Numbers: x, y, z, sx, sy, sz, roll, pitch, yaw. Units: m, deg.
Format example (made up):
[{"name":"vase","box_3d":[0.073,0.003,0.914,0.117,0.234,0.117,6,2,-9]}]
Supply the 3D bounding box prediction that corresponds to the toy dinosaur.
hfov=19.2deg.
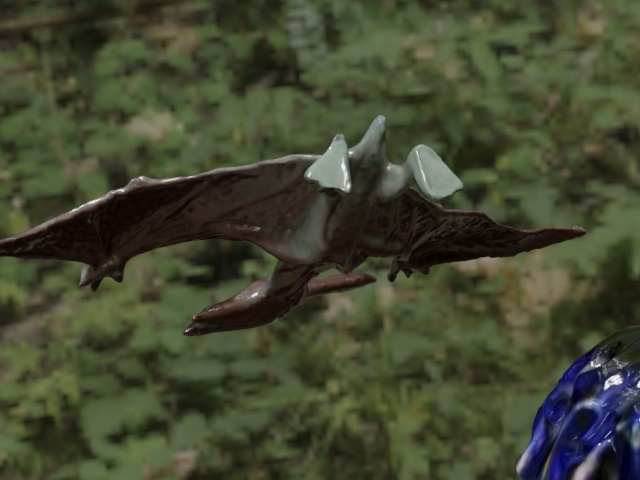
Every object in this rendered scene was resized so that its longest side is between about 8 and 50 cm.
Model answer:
[{"name":"toy dinosaur","box_3d":[0.000,-0.001,0.574,0.220,0.032,0.108,1,-28,-29]}]

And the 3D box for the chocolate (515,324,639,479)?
[{"name":"chocolate","box_3d":[0.031,0.192,0.452,0.126,0.343,0.148,33,-3,32]}]
